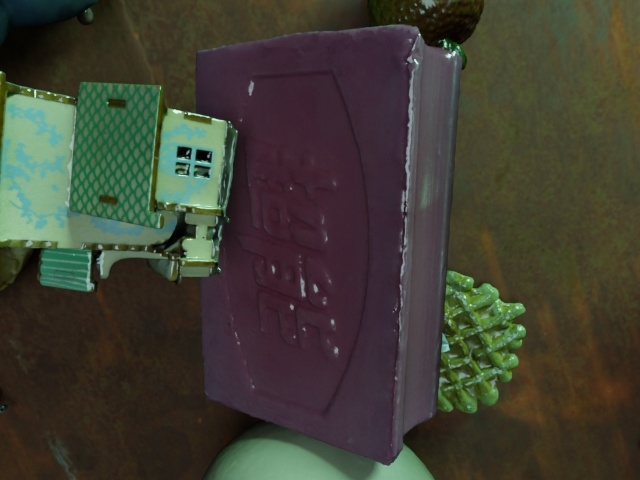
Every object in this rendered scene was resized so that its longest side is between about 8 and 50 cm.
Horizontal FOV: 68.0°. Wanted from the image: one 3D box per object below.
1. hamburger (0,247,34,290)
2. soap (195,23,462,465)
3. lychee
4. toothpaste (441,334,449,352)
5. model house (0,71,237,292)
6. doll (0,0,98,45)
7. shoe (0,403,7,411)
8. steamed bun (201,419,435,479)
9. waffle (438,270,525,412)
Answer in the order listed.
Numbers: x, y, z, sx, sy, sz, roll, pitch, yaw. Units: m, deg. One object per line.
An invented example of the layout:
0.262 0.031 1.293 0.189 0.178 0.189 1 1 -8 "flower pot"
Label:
-0.457 -0.049 0.513 0.259 0.144 0.283 -15 104 16 "hamburger"
0.000 0.000 0.468 0.232 0.128 0.360 7 102 31 "soap"
0.102 -0.231 0.465 0.114 0.114 0.147 -21 80 7 "lychee"
0.074 -0.012 0.526 0.074 0.048 0.297 -13 94 10 "toothpaste"
-0.224 -0.049 0.413 0.206 0.271 0.178 6 99 -37 "model house"
-0.338 -0.251 0.436 0.258 0.228 0.154 -31 138 -24 "doll"
-0.466 0.177 0.595 0.071 0.064 0.143 -29 100 9 "shoe"
0.004 0.302 0.529 0.282 0.177 0.283 3 117 7 "steamed bun"
0.145 0.119 0.564 0.183 0.036 0.169 14 99 0 "waffle"
